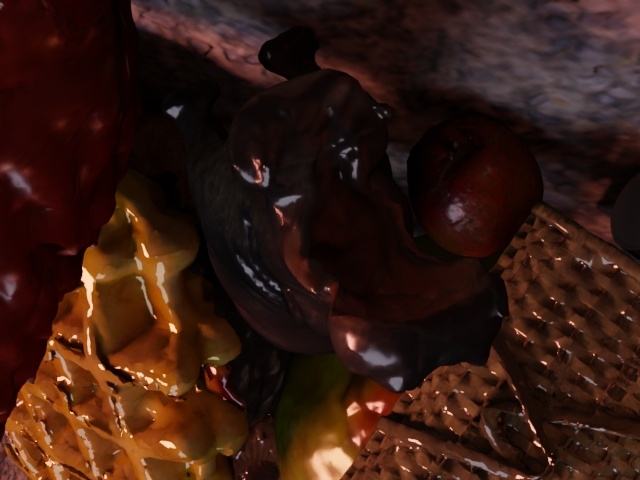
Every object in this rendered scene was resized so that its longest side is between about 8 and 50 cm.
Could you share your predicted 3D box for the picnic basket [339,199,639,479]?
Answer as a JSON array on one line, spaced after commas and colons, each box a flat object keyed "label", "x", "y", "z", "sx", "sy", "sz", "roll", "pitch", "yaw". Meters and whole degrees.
[{"label": "picnic basket", "x": 0.113, "y": 0.095, "z": 0.679, "sx": 0.134, "sy": 0.196, "sz": 0.154, "roll": 38, "pitch": -174, "yaw": 19}]

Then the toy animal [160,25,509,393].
[{"label": "toy animal", "x": -0.007, "y": -0.015, "z": 0.642, "sx": 0.168, "sy": 0.106, "sz": 0.343, "roll": 63, "pitch": 175, "yaw": -1}]

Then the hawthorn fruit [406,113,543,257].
[{"label": "hawthorn fruit", "x": 0.078, "y": -0.030, "z": 0.691, "sx": 0.077, "sy": 0.077, "sz": 0.077, "roll": 21, "pitch": 168, "yaw": 5}]

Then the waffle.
[{"label": "waffle", "x": -0.190, "y": 0.038, "z": 0.885, "sx": 0.379, "sy": 0.095, "sz": 0.382, "roll": 50, "pitch": 147, "yaw": 12}]

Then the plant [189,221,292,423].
[{"label": "plant", "x": -0.154, "y": 0.060, "z": 1.169, "sx": 0.213, "sy": 0.215, "sz": 0.312, "roll": 22, "pitch": 166, "yaw": 18}]

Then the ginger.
[{"label": "ginger", "x": -0.137, "y": -0.059, "z": 0.931, "sx": 0.104, "sy": 0.080, "sz": 0.204, "roll": -11, "pitch": -166, "yaw": -41}]

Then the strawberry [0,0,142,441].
[{"label": "strawberry", "x": -0.231, "y": -0.033, "z": 0.576, "sx": 0.292, "sy": 0.343, "sz": 0.292, "roll": 16, "pitch": 165, "yaw": 4}]

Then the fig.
[{"label": "fig", "x": 0.119, "y": 0.142, "z": 0.923, "sx": 0.258, "sy": 0.258, "sz": 0.326, "roll": 14, "pitch": 166, "yaw": 34}]

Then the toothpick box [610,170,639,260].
[{"label": "toothpick box", "x": 0.192, "y": 0.001, "z": 0.663, "sx": 0.083, "sy": 0.052, "sz": 0.052, "roll": 30, "pitch": 166, "yaw": -28}]

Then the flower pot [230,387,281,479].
[{"label": "flower pot", "x": -0.056, "y": 0.195, "z": 1.438, "sx": 0.213, "sy": 0.301, "sz": 0.302, "roll": 25, "pitch": 168, "yaw": -8}]
